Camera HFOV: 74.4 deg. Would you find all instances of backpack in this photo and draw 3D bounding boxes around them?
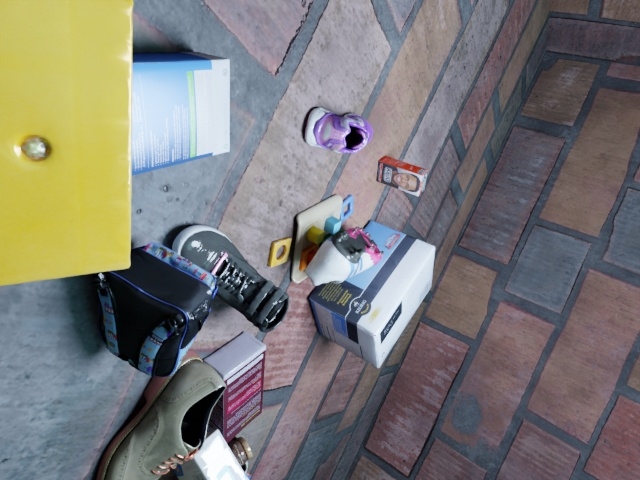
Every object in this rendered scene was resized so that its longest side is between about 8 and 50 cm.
[{"bbox_3d":[-0.250,0.114,0.636,0.173,0.158,0.117,-67,173,33],"label":"backpack"}]

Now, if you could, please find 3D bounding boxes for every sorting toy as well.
[{"bbox_3d":[0.000,0.000,1.077,0.348,0.047,0.196,-33,138,-45],"label":"sorting toy"}]

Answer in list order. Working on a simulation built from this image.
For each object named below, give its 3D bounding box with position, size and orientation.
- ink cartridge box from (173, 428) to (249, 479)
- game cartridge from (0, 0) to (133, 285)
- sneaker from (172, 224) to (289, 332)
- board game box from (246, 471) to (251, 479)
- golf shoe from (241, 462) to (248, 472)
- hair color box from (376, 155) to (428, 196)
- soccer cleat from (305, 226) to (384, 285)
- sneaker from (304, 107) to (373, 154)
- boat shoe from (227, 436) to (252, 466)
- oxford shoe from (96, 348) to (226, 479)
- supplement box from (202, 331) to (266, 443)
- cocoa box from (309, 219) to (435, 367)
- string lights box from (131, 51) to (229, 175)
[{"bbox_3d":[-0.218,0.538,0.908,0.134,0.231,0.078,-35,177,41],"label":"ink cartridge box"},{"bbox_3d":[-0.330,-0.084,0.348,0.324,0.053,0.285,-6,121,-35],"label":"game cartridge"},{"bbox_3d":[-0.146,0.077,0.784,0.104,0.147,0.295,-54,149,-16],"label":"sneaker"},{"bbox_3d":[-0.313,0.800,1.201,0.281,0.027,0.145,-58,150,-13],"label":"board game box"},{"bbox_3d":[-0.255,0.656,1.115,0.176,0.069,0.086,-57,-173,-29],"label":"golf shoe"},{"bbox_3d":[0.236,-0.189,1.230,0.043,0.141,0.072,-39,142,-40],"label":"hair color box"},{"bbox_3d":[0.060,0.043,1.087,0.143,0.116,0.331,-42,166,17],"label":"soccer cleat"},{"bbox_3d":[0.068,-0.235,0.947,0.236,0.105,0.095,-16,124,-56],"label":"sneaker"},{"bbox_3d":[-0.225,0.530,1.046,0.073,0.073,0.207,-26,163,-27],"label":"boat shoe"},{"bbox_3d":[-0.299,0.387,0.785,0.348,0.130,0.123,-64,152,-2],"label":"oxford shoe"},{"bbox_3d":[-0.200,0.347,0.984,0.130,0.073,0.239,-29,135,-47],"label":"supplement box"},{"bbox_3d":[0.165,0.157,1.290,0.347,0.228,0.231,-49,149,-27],"label":"cocoa box"},{"bbox_3d":[-0.232,-0.158,0.523,0.260,0.077,0.133,-30,136,-47],"label":"string lights box"}]
